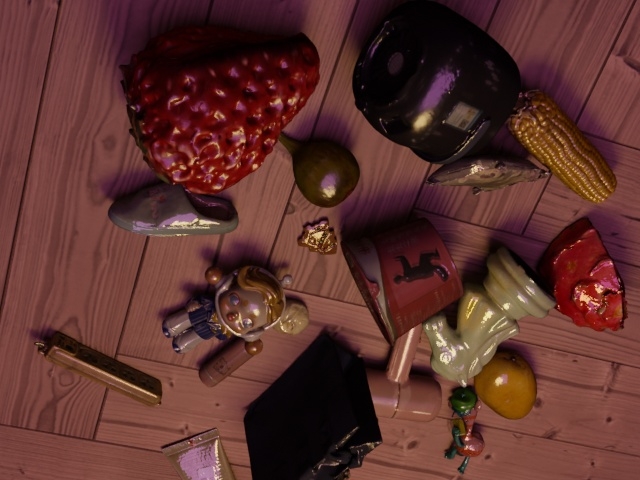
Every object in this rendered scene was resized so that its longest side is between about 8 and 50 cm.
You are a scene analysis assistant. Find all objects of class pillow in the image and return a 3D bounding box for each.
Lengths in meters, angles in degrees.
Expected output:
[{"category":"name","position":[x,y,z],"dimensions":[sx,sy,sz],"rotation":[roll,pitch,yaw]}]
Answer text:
[{"category":"pillow","position":[0.320,-0.132,1.670],"dimensions":[0.169,0.255,0.059],"rotation":[-10,85,34]}]

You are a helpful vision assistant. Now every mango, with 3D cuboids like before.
[{"category":"mango","position":[0.422,0.333,2.004],"dimensions":[0.137,0.098,0.195],"rotation":[-21,126,2]}]

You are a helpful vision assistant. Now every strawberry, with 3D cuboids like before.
[{"category":"strawberry","position":[-0.158,-0.240,1.521],"dimensions":[0.345,0.317,0.295],"rotation":[-20,89,-13]}]

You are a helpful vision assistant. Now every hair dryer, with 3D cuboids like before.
[{"category":"hair dryer","position":[0.201,0.238,1.929],"dimensions":[0.189,0.107,0.344],"rotation":[10,111,-13]}]

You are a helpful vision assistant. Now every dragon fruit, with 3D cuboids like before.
[{"category":"dragon fruit","position":[0.560,0.103,1.876],"dimensions":[0.189,0.163,0.261],"rotation":[-7,124,29]}]

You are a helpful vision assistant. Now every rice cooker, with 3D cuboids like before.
[{"category":"rice cooker","position":[0.193,-0.275,1.540],"dimensions":[0.224,0.267,0.267],"rotation":[12,119,-40]}]

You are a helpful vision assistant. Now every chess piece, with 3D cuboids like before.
[{"category":"chess piece","position":[0.334,0.165,1.850],"dimensions":[0.176,0.176,0.298],"rotation":[37,106,-23]}]

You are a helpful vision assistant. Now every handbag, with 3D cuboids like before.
[{"category":"handbag","position":[-0.018,0.402,1.855],"dimensions":[0.122,0.329,0.303],"rotation":[35,110,-27]}]

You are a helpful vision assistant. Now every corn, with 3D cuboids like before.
[{"category":"corn","position":[0.474,-0.181,1.722],"dimensions":[0.305,0.106,0.106],"rotation":[36,109,-27]}]

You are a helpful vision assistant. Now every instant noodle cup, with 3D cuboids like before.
[{"category":"instant noodle cup","position":[0.166,0.072,1.763],"dimensions":[0.178,0.235,0.234],"rotation":[-25,119,-4]}]

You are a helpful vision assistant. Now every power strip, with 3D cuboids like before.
[{"category":"power strip","position":[-0.464,0.275,1.878],"dimensions":[0.305,0.064,0.044],"rotation":[29,109,-21]}]

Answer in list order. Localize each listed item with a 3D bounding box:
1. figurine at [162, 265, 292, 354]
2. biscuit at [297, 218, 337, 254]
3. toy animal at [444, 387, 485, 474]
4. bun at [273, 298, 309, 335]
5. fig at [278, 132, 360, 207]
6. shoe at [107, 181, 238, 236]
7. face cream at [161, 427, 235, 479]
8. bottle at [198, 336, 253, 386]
[{"category":"figurine","position":[-0.188,0.156,1.818],"dimensions":[0.194,0.133,0.274],"rotation":[42,114,0]},{"category":"biscuit","position":[0.000,0.000,1.812],"dimensions":[0.082,0.016,0.092],"rotation":[-38,115,13]},{"category":"toy animal","position":[0.330,0.449,2.052],"dimensions":[0.100,0.103,0.208],"rotation":[24,127,30]},{"category":"bun","position":[-0.064,0.168,1.874],"dimensions":[0.086,0.055,0.086],"rotation":[-3,118,-5]},{"category":"fig","position":[-0.035,-0.160,1.681],"dimensions":[0.236,0.124,0.124],"rotation":[37,110,1]},{"category":"shoe","position":[-0.279,-0.069,1.695],"dimensions":[0.251,0.103,0.100],"rotation":[3,119,-14]},{"category":"face cream","position":[-0.243,0.603,2.086],"dimensions":[0.137,0.084,0.341],"rotation":[-21,111,2]},{"category":"bottle","position":[-0.200,0.261,1.910],"dimensions":[0.140,0.053,0.053],"rotation":[-39,116,15]}]
